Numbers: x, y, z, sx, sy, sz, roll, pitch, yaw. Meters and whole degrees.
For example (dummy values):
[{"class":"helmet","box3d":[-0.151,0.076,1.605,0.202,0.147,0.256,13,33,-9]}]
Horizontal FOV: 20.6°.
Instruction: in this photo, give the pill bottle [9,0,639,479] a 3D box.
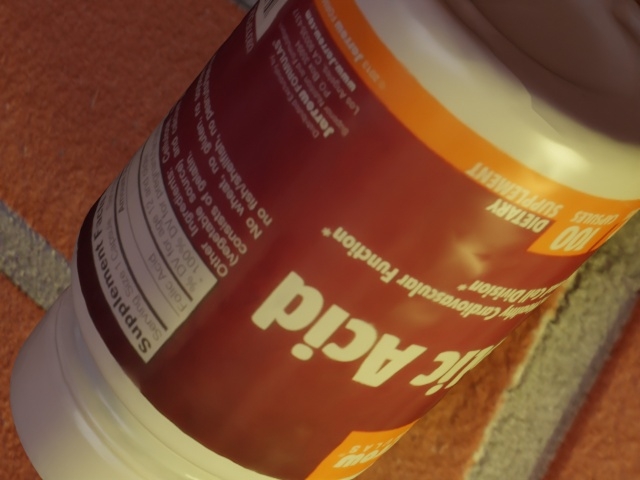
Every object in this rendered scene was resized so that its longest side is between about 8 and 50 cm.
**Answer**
[{"class":"pill bottle","box3d":[0.000,0.000,0.986,0.392,0.224,0.224,-48,65,32]}]
